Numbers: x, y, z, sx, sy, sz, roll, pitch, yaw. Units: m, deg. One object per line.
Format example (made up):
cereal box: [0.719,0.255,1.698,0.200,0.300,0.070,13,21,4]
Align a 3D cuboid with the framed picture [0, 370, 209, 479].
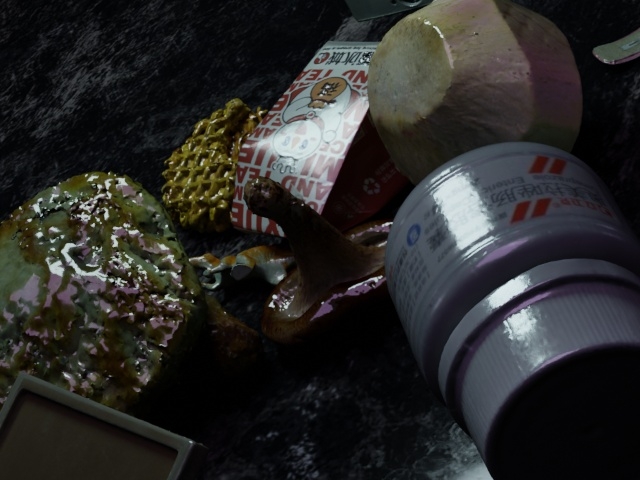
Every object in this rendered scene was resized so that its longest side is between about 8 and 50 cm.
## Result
framed picture: [-0.310,0.370,1.649,0.326,0.028,0.446,14,74,47]

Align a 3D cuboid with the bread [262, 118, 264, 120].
bread: [-0.051,-0.143,2.246,0.062,0.049,0.103,-47,33,-22]

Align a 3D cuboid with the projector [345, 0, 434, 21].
projector: [0.119,-0.397,2.439,0.147,0.061,0.115,-10,39,32]

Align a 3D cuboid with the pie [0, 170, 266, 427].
pie: [-0.325,0.123,1.915,0.418,0.180,0.395,-36,59,-9]

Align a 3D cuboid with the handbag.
handbag: [0.020,-0.112,2.048,0.171,0.151,0.298,7,49,43]

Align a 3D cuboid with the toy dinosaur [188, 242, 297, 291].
toy dinosaur: [-0.066,0.030,2.036,0.212,0.057,0.142,-11,16,-1]

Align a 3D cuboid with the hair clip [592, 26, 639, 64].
hair clip: [0.407,-0.260,2.041,0.137,0.022,0.054,-34,33,-4]

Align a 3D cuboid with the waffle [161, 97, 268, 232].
waffle: [-0.132,-0.100,2.200,0.197,0.070,0.193,-54,38,-3]

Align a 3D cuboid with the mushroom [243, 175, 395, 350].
mushroom: [0.000,0.000,1.846,0.227,0.217,0.148,-33,31,-2]

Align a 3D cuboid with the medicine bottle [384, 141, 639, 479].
medicine bottle: [0.208,0.078,1.540,0.245,0.245,0.306,-28,39,6]

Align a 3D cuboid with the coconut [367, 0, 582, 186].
coconut: [0.189,-0.161,1.899,0.259,0.259,0.259,-22,33,15]
